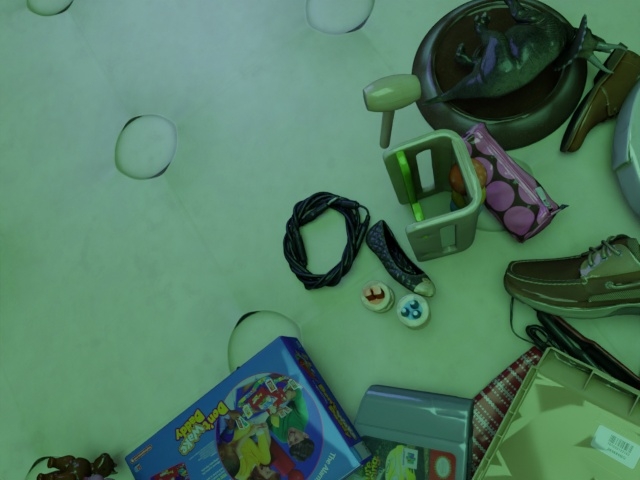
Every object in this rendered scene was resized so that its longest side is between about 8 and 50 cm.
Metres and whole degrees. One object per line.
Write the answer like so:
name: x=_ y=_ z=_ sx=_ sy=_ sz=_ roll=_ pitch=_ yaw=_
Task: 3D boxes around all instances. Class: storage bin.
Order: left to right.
storage bin: x=0.369 y=0.320 z=0.743 sx=0.262 sy=0.123 sz=0.261 roll=28 pitch=88 yaw=33

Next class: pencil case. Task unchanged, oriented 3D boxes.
pencil case: x=0.304 y=-0.102 z=0.925 sx=0.095 sy=0.098 sz=0.209 roll=-38 pitch=78 yaw=-10

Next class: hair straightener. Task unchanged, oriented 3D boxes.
hair straightener: x=0.384 y=0.171 z=0.870 sx=0.089 sy=0.047 sz=0.230 roll=-37 pitch=71 yaw=-20

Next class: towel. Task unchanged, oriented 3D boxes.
towel: x=0.309 y=0.331 z=0.877 sx=0.275 sy=0.031 sz=0.199 roll=-42 pitch=71 yaw=0

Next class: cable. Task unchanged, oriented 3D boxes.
cable: x=0.000 y=0.000 z=1.011 sx=0.150 sy=0.047 sz=0.185 roll=21 pitch=85 yaw=17

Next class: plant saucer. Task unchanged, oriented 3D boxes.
plant saucer: x=0.318 y=-0.315 z=1.000 sx=0.310 sy=0.050 sz=0.311 roll=-3 pitch=77 yaw=14

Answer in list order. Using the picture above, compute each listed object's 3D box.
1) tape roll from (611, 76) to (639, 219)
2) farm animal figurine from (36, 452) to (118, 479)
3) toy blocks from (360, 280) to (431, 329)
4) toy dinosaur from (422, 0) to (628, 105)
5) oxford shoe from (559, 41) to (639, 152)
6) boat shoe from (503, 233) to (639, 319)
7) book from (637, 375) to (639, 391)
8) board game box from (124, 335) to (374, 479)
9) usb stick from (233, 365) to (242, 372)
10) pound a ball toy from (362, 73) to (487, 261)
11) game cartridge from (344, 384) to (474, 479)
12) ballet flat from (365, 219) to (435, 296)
tape roll: x=0.660 y=-0.145 z=0.847 sx=0.391 sy=0.072 sz=0.393 roll=-1 pitch=83 yaw=8
farm animal figurine: x=-0.365 y=0.522 z=0.911 sx=0.330 sy=0.172 sz=0.327 roll=18 pitch=86 yaw=51
toy blocks: x=0.120 y=0.102 z=0.907 sx=0.123 sy=0.148 sz=0.054 roll=23 pitch=84 yaw=16
toy dinosaur: x=0.313 y=-0.305 z=0.907 sx=0.313 sy=0.121 sz=0.160 roll=-25 pitch=55 yaw=5
oxford shoe: x=0.480 y=-0.230 z=0.932 sx=0.076 sy=0.076 sz=0.212 roll=34 pitch=88 yaw=8
boat shoe: x=0.445 y=0.045 z=0.831 sx=0.324 sy=0.123 sz=0.117 roll=1 pitch=117 yaw=19
book: x=0.519 y=0.200 z=0.820 sx=0.035 sy=0.096 sz=0.144 roll=20 pitch=84 yaw=-12
board game box: x=-0.123 y=0.353 z=0.900 sx=0.347 sy=0.078 sz=0.233 roll=-38 pitch=69 yaw=8
usb stick: x=-0.132 y=0.364 z=0.969 sx=0.077 sy=0.045 sz=0.278 roll=0 pitch=79 yaw=20
pound a ball toy: x=0.174 y=-0.103 z=0.847 sx=0.135 sy=0.319 sz=0.208 roll=-17 pitch=75 yaw=9
game cartridge: x=0.135 y=0.386 z=0.873 sx=0.195 sy=0.060 sz=0.295 roll=1 pitch=84 yaw=29
ballet flat: x=0.136 y=0.032 z=0.948 sx=0.173 sy=0.057 sz=0.049 roll=49 pitch=124 yaw=33
